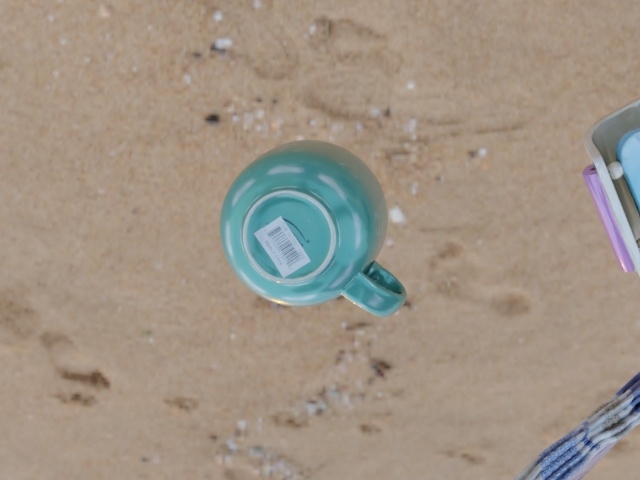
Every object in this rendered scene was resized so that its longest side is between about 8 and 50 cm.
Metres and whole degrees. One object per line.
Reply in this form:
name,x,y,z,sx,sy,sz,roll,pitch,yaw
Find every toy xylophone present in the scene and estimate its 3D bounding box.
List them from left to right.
toy xylophone,0.374,-0.071,1.047,0.322,0.081,0.236,-36,110,-1

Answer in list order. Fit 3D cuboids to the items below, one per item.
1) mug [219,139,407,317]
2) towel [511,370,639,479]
mug,-0.003,-0.009,1.011,0.157,0.097,0.129,11,103,9
towel,0.164,0.219,1.013,0.285,0.034,0.209,-25,154,-47
